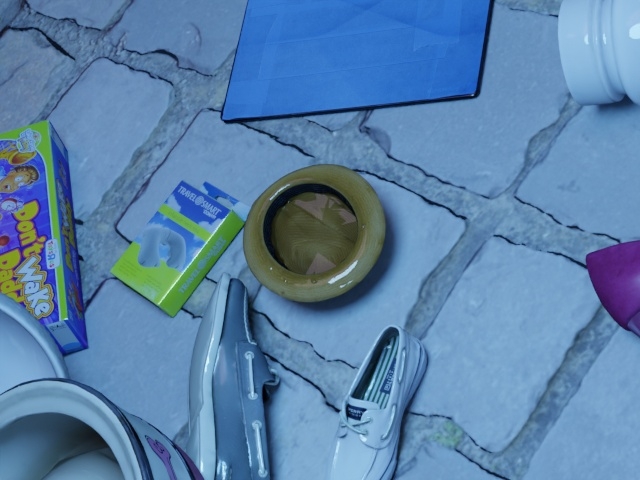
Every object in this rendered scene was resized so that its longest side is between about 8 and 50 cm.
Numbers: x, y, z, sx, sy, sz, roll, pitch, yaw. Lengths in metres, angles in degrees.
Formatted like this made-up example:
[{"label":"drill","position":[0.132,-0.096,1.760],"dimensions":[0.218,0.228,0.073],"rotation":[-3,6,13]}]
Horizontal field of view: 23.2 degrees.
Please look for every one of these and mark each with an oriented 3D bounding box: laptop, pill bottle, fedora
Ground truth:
[{"label":"laptop","position":[0.024,-0.403,2.063],"dimensions":[0.382,0.408,0.236],"rotation":[-4,26,26]},{"label":"pill bottle","position":[0.427,-0.238,1.779],"dimensions":[0.283,0.160,0.160],"rotation":[-5,59,26]},{"label":"fedora","position":[0.000,0.000,1.915],"dimensions":[0.194,0.079,0.194],"rotation":[-10,61,18]}]

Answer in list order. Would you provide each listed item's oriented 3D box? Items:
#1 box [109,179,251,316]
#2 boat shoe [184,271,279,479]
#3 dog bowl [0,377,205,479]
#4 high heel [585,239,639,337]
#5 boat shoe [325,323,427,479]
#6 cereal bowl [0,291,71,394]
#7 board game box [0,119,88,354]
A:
[{"label":"box","position":[-0.181,0.002,2.037],"dimensions":[0.109,0.042,0.178],"rotation":[30,79,38]},{"label":"boat shoe","position":[-0.103,0.182,1.868],"dimensions":[0.099,0.116,0.319],"rotation":[13,50,-13]},{"label":"dog bowl","position":[-0.279,0.366,1.732],"dimensions":[0.408,0.150,0.408],"rotation":[-15,66,38]},{"label":"high heel","position":[0.461,-0.031,1.645],"dimensions":[0.377,0.127,0.181],"rotation":[-39,61,6]},{"label":"boat shoe","position":[0.050,0.200,1.765],"dimensions":[0.083,0.076,0.226],"rotation":[5,64,31]},{"label":"cereal bowl","position":[-0.470,0.198,1.929],"dimensions":[0.339,0.339,0.141],"rotation":[-36,13,4]},{"label":"board game box","position":[-0.453,0.017,2.123],"dimensions":[0.233,0.078,0.347],"rotation":[-16,54,5]}]
